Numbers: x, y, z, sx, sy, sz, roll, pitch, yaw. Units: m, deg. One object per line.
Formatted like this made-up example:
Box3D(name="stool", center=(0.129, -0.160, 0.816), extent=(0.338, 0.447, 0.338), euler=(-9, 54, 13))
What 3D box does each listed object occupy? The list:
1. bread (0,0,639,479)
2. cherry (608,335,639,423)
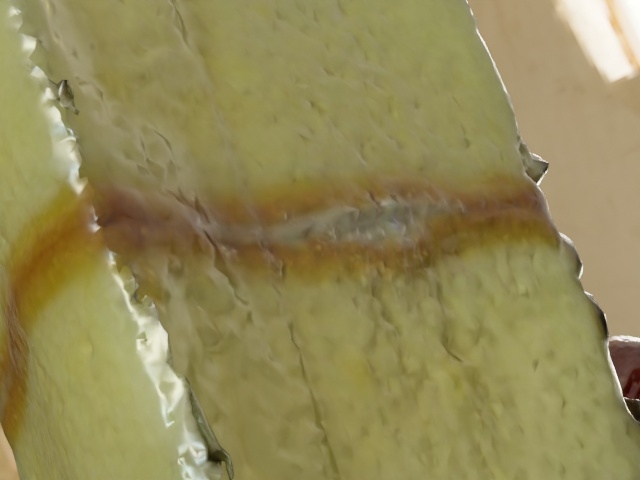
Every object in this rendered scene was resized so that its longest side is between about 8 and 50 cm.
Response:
Box3D(name="bread", center=(0.000, 0.000, 0.633), extent=(0.198, 0.236, 0.263), euler=(124, 127, -66))
Box3D(name="cherry", center=(0.162, 0.089, 0.884), extent=(0.107, 0.090, 0.225), euler=(53, 177, 19))
